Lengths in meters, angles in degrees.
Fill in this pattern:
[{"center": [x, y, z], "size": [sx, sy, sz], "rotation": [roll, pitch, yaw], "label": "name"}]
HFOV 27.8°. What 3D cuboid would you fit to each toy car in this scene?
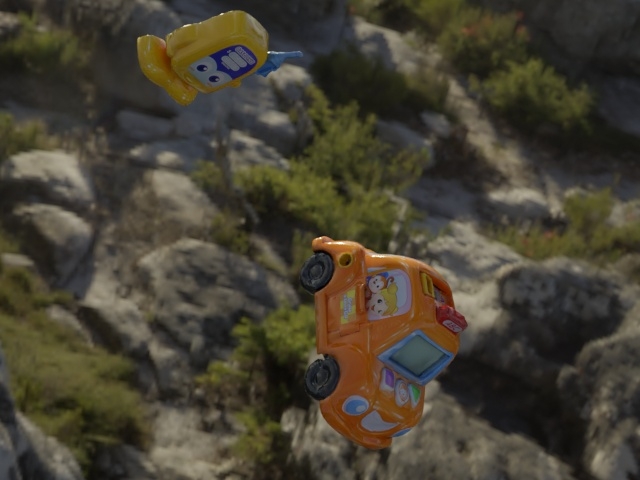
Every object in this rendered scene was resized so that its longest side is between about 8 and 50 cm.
[{"center": [0.000, 0.000, 0.329], "size": [0.040, 0.122, 0.060], "rotation": [-19, 39, 26], "label": "toy car"}]
